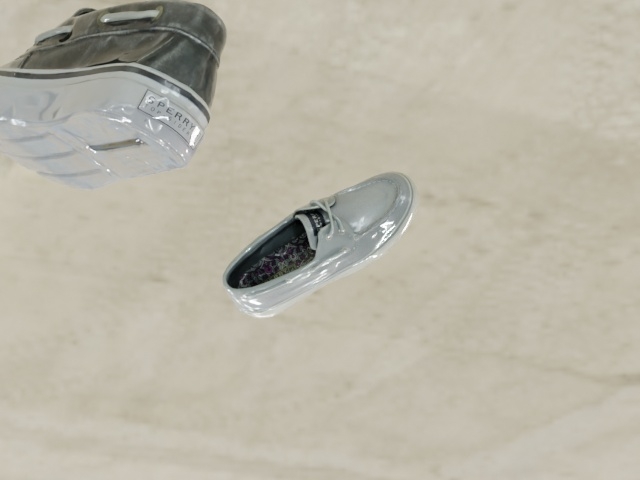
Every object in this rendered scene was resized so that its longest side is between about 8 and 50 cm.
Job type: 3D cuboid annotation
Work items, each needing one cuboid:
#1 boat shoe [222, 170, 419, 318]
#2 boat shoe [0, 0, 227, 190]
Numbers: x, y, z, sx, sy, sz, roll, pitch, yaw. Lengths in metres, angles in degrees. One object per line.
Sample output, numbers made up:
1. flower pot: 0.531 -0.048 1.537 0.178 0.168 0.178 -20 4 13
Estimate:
1. boat shoe: -0.001 0.000 1.426 0.227 0.079 0.081 -35 154 4
2. boat shoe: -0.170 -0.115 1.061 0.121 0.119 0.335 40 159 -34
